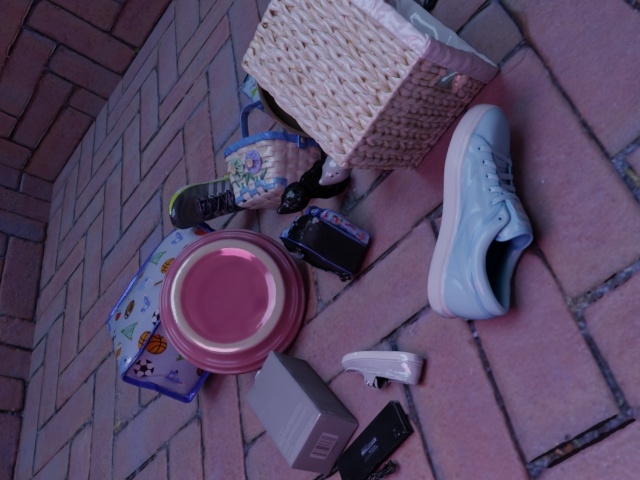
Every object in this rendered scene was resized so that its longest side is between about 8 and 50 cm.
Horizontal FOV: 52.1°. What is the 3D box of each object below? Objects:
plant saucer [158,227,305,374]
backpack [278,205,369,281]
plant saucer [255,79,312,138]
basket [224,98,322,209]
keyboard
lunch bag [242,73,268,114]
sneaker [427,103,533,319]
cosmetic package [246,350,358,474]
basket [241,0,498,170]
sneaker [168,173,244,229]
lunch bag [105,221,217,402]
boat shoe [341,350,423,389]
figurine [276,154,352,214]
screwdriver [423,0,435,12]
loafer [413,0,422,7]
[{"bbox_3d":[-0.200,0.128,1.449,0.084,0.332,0.332,82,-160,-75],"label":"plant saucer"},{"bbox_3d":[0.000,0.000,1.389,0.117,0.158,0.173,-62,22,-6],"label":"backpack"},{"bbox_3d":[-0.015,-0.364,1.524,0.041,0.277,0.278,140,144,-73],"label":"plant saucer"},{"bbox_3d":[-0.116,-0.233,1.620,0.254,0.201,0.289,-18,68,49],"label":"basket"},{"bbox_3d":[0.097,0.379,1.155,0.180,0.023,0.108,-54,30,20],"label":"keyboard"},{"bbox_3d":[-0.135,-0.461,1.868,0.176,0.090,0.219,-56,32,16],"label":"lunch bag"},{"bbox_3d":[0.286,-0.046,1.059,0.150,0.135,0.366,4,84,46],"label":"sneaker"},{"bbox_3d":[-0.045,0.336,1.301,0.127,0.107,0.238,-61,32,9],"label":"cosmetic package"},{"bbox_3d":[0.085,-0.329,1.212,0.331,0.328,0.266,48,117,20],"label":"basket"},{"bbox_3d":[-0.267,-0.110,1.722,0.121,0.300,0.111,5,118,43],"label":"sneaker"},{"bbox_3d":[-0.347,0.159,1.679,0.385,0.239,0.328,-59,33,3],"label":"lunch bag"},{"bbox_3d":[0.108,0.239,1.189,0.184,0.066,0.063,-9,63,41],"label":"boat shoe"},{"bbox_3d":[0.023,-0.141,1.385,0.215,0.092,0.209,-33,5,39],"label":"figurine"},{"bbox_3d":[0.226,-0.491,1.472,0.025,0.024,0.170,-88,20,-77],"label":"screwdriver"},{"bbox_3d":[0.154,-0.402,1.421,0.112,0.111,0.319,-17,64,50],"label":"loafer"}]
